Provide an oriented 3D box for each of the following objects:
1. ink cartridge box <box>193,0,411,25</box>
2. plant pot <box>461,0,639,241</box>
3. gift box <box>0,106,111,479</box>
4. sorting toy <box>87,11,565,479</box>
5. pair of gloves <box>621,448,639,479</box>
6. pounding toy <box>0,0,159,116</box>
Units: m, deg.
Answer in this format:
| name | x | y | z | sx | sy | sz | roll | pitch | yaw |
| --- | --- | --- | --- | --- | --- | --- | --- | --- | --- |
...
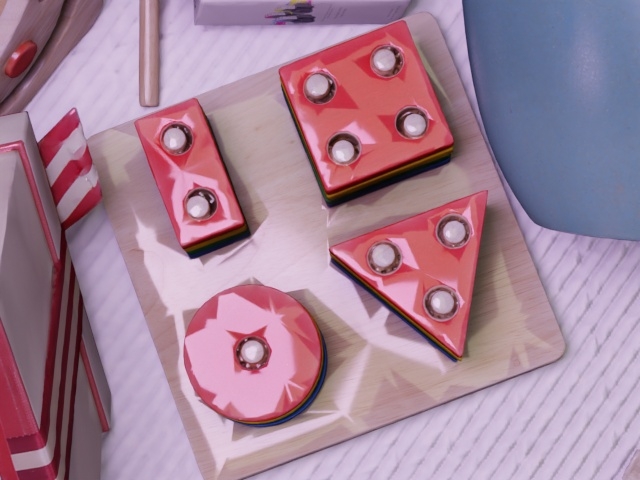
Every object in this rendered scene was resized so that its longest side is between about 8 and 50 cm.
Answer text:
| name | x | y | z | sx | sy | sz | roll | pitch | yaw |
| --- | --- | --- | --- | --- | --- | --- | --- | --- | --- |
| ink cartridge box | -0.033 | -0.203 | 1.144 | 0.181 | 0.061 | 0.104 | -1 | 80 | -9 |
| plant pot | 0.223 | -0.123 | 1.034 | 0.293 | 0.293 | 0.235 | 1 | 98 | 3 |
| gift box | -0.254 | 0.060 | 1.006 | 0.255 | 0.258 | 0.276 | -7 | 119 | -2 |
| sorting toy | 0.000 | 0.000 | 1.113 | 0.257 | 0.089 | 0.255 | -21 | 81 | -1 |
| pair of gloves | 0.231 | 0.257 | 1.028 | 0.204 | 0.042 | 0.240 | 24 | 94 | 34 |
| pounding toy | -0.187 | -0.137 | 1.110 | 0.155 | 0.154 | 0.269 | 38 | 85 | 7 |
